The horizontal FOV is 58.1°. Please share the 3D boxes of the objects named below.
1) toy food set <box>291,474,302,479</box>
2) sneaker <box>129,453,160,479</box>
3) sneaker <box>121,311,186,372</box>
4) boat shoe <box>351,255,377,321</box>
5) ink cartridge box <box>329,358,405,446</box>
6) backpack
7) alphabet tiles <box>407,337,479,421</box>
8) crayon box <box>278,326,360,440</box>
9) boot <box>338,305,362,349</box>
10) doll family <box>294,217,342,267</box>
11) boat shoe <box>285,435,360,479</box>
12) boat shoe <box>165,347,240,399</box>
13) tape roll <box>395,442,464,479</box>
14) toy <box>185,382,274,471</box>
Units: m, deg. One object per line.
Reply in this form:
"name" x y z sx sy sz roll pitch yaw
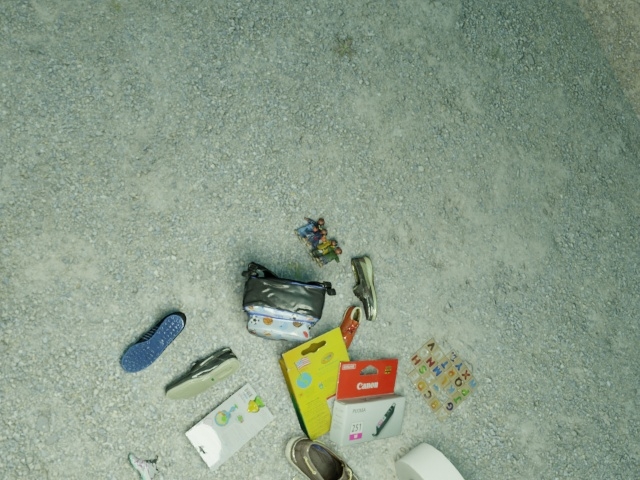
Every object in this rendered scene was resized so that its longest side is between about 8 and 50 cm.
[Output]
"toy food set" -0.033 0.825 1.757 0.192 0.038 0.132 41 70 -5
"sneaker" -0.500 0.639 1.659 0.069 0.038 0.098 -36 100 -22
"sneaker" -0.488 0.301 1.716 0.232 0.090 0.081 -40 93 1
"boat shoe" 0.142 0.163 1.934 0.073 0.080 0.223 -2 74 -12
"ink cartridge box" 0.159 0.497 1.790 0.275 0.060 0.239 7 92 -41
"backpack" -0.112 0.203 1.747 0.276 0.263 0.213 15 82 -1
"alphabet tiles" 0.414 0.467 1.984 0.198 0.009 0.237 -36 91 -20
"crayon box" 0.001 0.427 1.767 0.202 0.081 0.318 -22 111 -20
"boot" 0.094 0.288 1.886 0.059 0.084 0.158 21 75 -13
"doll family" 0.000 0.000 1.925 0.111 0.076 0.193 -32 86 -15
"boat shoe" 0.034 0.703 1.737 0.324 0.097 0.116 47 54 -20
"boat shoe" -0.360 0.405 1.740 0.233 0.084 0.079 -27 49 -13
"tape roll" 0.355 0.769 1.758 0.100 0.286 0.286 -29 88 -21
"toy" -0.273 0.558 1.733 0.237 0.056 0.137 -36 87 -25
